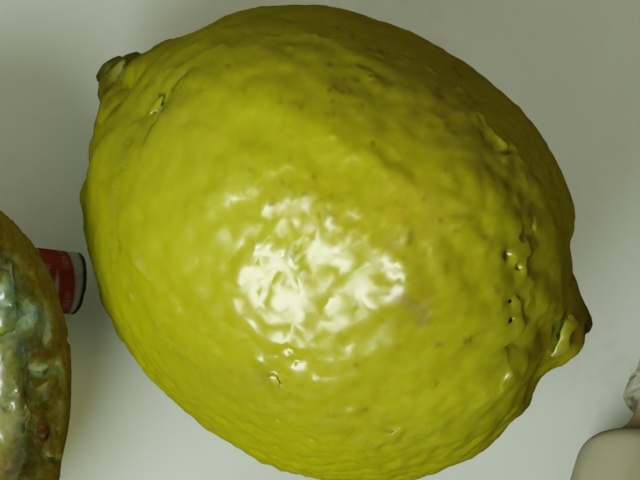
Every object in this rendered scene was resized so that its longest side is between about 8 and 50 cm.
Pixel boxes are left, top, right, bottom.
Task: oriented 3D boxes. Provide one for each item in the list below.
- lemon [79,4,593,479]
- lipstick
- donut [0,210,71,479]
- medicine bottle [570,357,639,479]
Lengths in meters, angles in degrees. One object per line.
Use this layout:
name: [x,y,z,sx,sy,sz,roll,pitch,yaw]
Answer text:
lemon: [0.000,0.000,1.131,0.321,0.268,0.268,27,60,15]
lipstick: [-0.204,0.018,1.143,0.130,0.038,0.038,8,72,-26]
donut: [-0.229,0.084,1.026,0.208,0.128,0.261,-7,97,-45]
medicine bottle: [0.215,0.179,1.279,0.114,0.114,0.252,29,63,-19]
